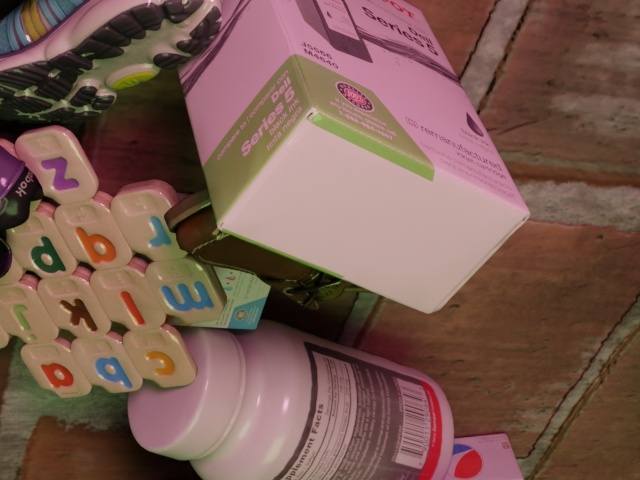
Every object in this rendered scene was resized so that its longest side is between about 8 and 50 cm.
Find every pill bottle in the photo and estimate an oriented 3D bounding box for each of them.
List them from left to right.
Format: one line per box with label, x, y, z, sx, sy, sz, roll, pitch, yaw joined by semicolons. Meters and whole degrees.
pill bottle;-0.029;0.180;1.197;0.318;0.176;0.176;22;125;-38

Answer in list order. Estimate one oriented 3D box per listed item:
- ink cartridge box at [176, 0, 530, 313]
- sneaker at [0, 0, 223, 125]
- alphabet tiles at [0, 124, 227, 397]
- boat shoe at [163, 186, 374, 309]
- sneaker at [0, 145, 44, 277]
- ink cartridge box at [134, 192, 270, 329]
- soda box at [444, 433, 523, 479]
ink cartridge box;0.009;-0.101;0.871;0.198;0.273;0.115;22;122;-33
sneaker;-0.181;-0.162;0.880;0.275;0.110;0.107;-18;156;29
alphabet tiles;-0.227;0.026;1.024;0.284;0.021;0.278;-9;124;23
boat shoe;0.000;0.000;0.991;0.110;0.105;0.307;-28;166;35
sneaker;-0.331;0.019;0.973;0.124;0.107;0.283;33;130;-17
ink cartridge box;-0.124;0.018;1.082;0.143;0.090;0.092;3;133;-19
soda box;0.134;0.295;1.445;0.216;0.074;0.069;-4;135;-12
